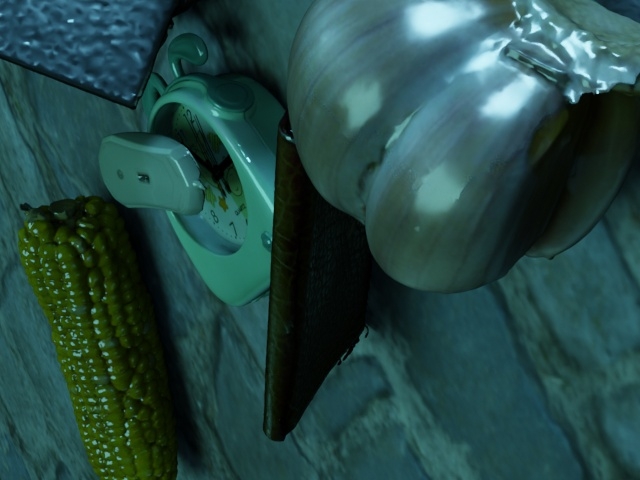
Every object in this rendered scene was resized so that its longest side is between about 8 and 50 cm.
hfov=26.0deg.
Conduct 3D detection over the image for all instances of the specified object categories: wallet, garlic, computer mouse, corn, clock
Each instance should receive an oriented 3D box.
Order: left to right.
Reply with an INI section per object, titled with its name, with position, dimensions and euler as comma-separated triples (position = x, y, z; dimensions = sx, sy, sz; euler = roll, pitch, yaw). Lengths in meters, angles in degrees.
[corn]
position = -0.190, 0.104, 1.253
dimensions = 0.102, 0.102, 0.313
euler = 20, 131, 48
[computer mouse]
position = -0.111, -0.049, 0.974
dimensions = 0.110, 0.032, 0.056
euler = 12, 121, 42
[clock]
position = -0.065, -0.053, 0.990
dimensions = 0.189, 0.060, 0.148
euler = 62, 149, 3
[wallet]
position = 0.000, 0.000, 0.871
dimensions = 0.039, 0.133, 0.243
euler = 17, 131, 17
[garlic]
position = 0.056, -0.081, 0.700
dimensions = 0.214, 0.160, 0.191
euler = 49, 135, 15

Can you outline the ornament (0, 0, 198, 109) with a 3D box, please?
[ornament]
position = -0.171, -0.169, 0.997
dimensions = 0.166, 0.153, 0.196
euler = 22, 171, -5
